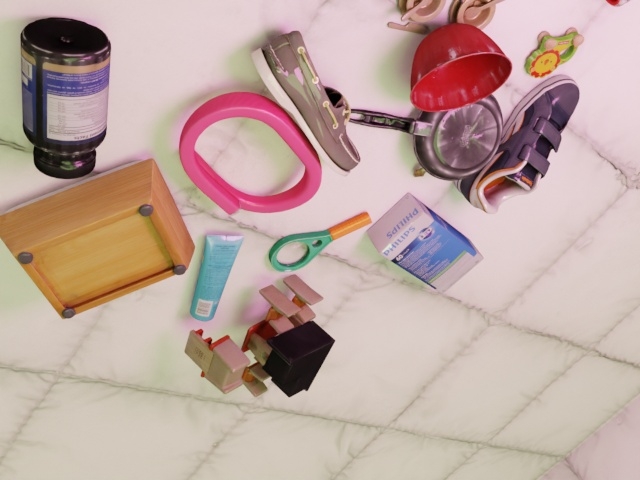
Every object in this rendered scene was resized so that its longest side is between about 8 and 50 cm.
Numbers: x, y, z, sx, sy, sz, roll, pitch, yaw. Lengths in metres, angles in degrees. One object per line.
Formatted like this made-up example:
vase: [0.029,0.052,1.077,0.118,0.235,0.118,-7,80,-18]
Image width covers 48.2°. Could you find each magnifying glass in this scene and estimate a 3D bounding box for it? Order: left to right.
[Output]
magnifying glass: [0.000,0.000,1.511,0.231,0.026,0.092,-26,136,-2]

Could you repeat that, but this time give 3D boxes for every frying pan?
frying pan: [0.223,-0.234,1.361,0.326,0.053,0.197,28,100,-27]

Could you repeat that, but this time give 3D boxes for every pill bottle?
pill bottle: [-0.380,-0.206,1.067,0.123,0.122,0.219,-2,132,-24]

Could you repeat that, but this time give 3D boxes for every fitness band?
fitness band: [-0.122,-0.141,1.266,0.209,0.054,0.291,-25,139,18]

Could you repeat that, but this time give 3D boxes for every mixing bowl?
mixing bowl: [0.233,-0.314,1.254,0.182,0.098,0.181,-12,161,-4]

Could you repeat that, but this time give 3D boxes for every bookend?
bookend: [-0.067,0.267,1.516,0.156,0.072,0.157,-17,140,-52]

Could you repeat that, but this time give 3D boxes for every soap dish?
soap dish: [-0.387,0.005,1.265,0.291,0.118,0.228,-22,136,-6]

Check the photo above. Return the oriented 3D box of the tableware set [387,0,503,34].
tableware set: [0.225,-0.402,1.230,0.194,0.039,0.128,2,129,-27]

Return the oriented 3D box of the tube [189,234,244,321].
tube: [-0.219,0.073,1.461,0.080,0.052,0.207,-3,129,-35]

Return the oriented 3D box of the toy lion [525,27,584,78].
toy lion: [0.449,-0.359,1.387,0.100,0.034,0.096,-12,141,-16]

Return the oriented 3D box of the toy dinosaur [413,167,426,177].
toy dinosaur: [0.245,-0.189,1.431,0.093,0.053,0.183,-1,131,-23]

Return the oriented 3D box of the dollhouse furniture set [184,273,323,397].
dollhouse furniture set: [-0.148,0.212,1.557,0.259,0.135,0.262,-23,144,-45]

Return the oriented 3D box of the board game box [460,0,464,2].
board game box: [0.266,-0.492,1.077,0.165,0.042,0.243,-37,160,-5]

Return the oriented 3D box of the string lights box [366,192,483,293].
string lights box: [0.237,0.012,1.597,0.133,0.076,0.260,-43,134,16]

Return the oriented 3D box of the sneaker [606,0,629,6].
sneaker: [0.534,-0.528,1.222,0.145,0.090,0.270,-32,139,2]

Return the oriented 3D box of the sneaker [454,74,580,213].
sneaker: [0.427,-0.185,1.471,0.126,0.127,0.321,25,115,-38]

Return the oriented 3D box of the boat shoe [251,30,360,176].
boat shoe: [-0.001,-0.228,1.236,0.091,0.109,0.305,-31,133,11]
